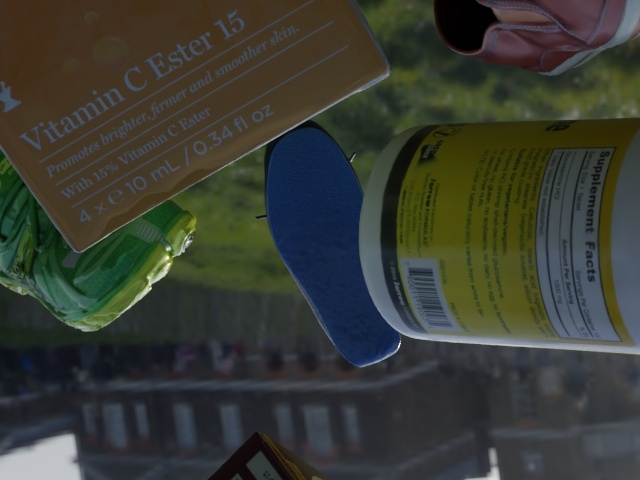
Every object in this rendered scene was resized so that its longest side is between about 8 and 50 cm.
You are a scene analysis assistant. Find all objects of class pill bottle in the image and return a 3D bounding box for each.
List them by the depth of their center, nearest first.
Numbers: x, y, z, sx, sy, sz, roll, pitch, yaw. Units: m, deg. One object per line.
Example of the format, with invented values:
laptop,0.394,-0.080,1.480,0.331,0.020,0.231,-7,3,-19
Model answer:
pill bottle,0.214,-0.005,1.222,0.334,0.188,0.188,2,-171,35

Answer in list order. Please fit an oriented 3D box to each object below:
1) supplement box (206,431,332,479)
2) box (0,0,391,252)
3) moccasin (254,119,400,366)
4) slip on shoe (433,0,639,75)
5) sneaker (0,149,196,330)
supplement box,0.006,0.214,0.981,0.188,0.081,0.104,42,-176,-47
box,-0.141,-0.206,0.865,0.215,0.345,0.168,-30,-158,6
moccasin,0.000,0.000,1.843,0.137,0.342,0.117,-16,-150,-1
slip on shoe,0.130,-0.166,0.859,0.101,0.123,0.331,1,173,-5
sneaker,-0.204,-0.012,1.137,0.295,0.123,0.109,7,-128,51
